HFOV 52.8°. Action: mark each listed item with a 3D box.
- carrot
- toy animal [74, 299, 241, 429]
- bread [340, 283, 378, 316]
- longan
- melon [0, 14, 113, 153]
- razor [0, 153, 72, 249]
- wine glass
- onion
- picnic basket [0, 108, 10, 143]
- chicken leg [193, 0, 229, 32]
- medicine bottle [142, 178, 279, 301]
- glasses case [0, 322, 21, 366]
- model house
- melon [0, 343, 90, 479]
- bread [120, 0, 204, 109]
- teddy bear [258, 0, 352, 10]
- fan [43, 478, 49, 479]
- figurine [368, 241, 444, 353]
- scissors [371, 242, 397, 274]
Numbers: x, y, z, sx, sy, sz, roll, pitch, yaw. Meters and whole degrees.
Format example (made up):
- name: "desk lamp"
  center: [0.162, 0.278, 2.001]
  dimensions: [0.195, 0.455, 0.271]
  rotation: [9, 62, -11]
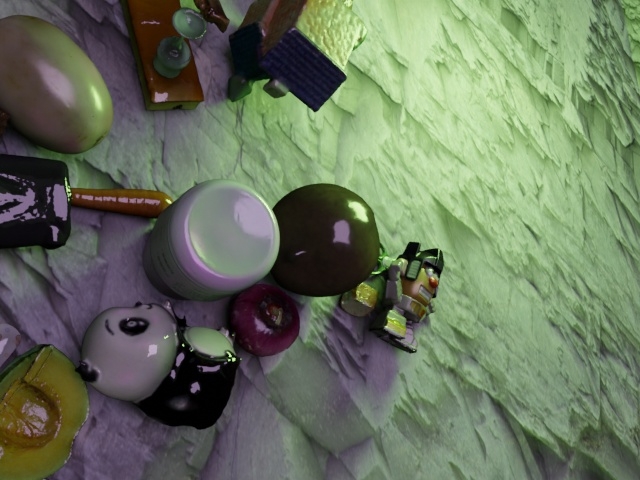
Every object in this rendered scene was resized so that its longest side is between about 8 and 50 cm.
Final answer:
- name: "carrot"
  center: [-0.472, -0.092, 1.458]
  dimensions: [0.336, 0.069, 0.069]
  rotation: [6, 74, -26]
- name: "toy animal"
  center: [-0.341, 0.254, 1.343]
  dimensions: [0.310, 0.251, 0.251]
  rotation: [22, 66, -17]
- name: "bread"
  center: [0.104, 0.155, 1.731]
  dimensions: [0.083, 0.076, 0.070]
  rotation: [32, 51, -19]
- name: "longan"
  center: [-0.002, 0.000, 1.594]
  dimensions: [0.297, 0.297, 0.297]
  rotation: [9, 72, -29]
- name: "melon"
  center: [-0.583, -0.329, 1.361]
  dimensions: [0.317, 0.223, 0.223]
  rotation: [46, 59, -7]
- name: "razor"
  center: [-0.683, -0.080, 1.294]
  dimensions: [0.349, 0.113, 0.204]
  rotation: [2, 78, -27]
- name: "wine glass"
  center: [-0.325, -0.444, 1.470]
  dimensions: [0.079, 0.195, 0.079]
  rotation: [8, 73, -27]
- name: "onion"
  center: [-0.132, 0.188, 1.536]
  dimensions: [0.177, 0.153, 0.177]
  rotation: [25, 26, -14]
- name: "picnic basket"
  center: [-0.709, -0.251, 1.294]
  dimensions: [0.110, 0.193, 0.055]
  rotation: [-64, 160, 10]
- name: "chicken leg"
  center: [-0.280, -0.722, 1.676]
  dimensions: [0.295, 0.182, 0.409]
  rotation: [0, 65, -53]
- name: "medicine bottle"
  center: [-0.253, 0.015, 1.417]
  dimensions: [0.241, 0.302, 0.241]
  rotation: [9, 73, -30]
- name: "glasses case"
  center: [-0.660, 0.237, 1.266]
  dimensions: [0.063, 0.041, 0.164]
  rotation: [41, 60, -16]
- name: "model house"
  center: [-0.086, -0.464, 1.649]
  dimensions: [0.245, 0.312, 0.280]
  rotation: [35, 65, -36]
- name: "melon"
  center: [-0.564, 0.350, 1.256]
  dimensions: [0.169, 0.129, 0.265]
  rotation: [45, 54, -39]
- name: "bread"
  center: [-0.402, -0.503, 1.603]
  dimensions: [0.138, 0.077, 0.361]
  rotation: [-11, 82, -32]
- name: "teddy bear"
  center: [-0.023, -0.708, 1.843]
  dimensions: [0.256, 0.156, 0.267]
  rotation: [27, 63, -24]
- name: "fan"
  center: [-0.595, 0.593, 1.229]
  dimensions: [0.223, 0.012, 0.294]
  rotation: [29, 64, -24]
- name: "figurine"
  center: [0.239, 0.146, 1.753]
  dimensions: [0.143, 0.308, 0.308]
  rotation: [14, 63, 17]
- name: "scissors"
  center: [0.208, 0.073, 1.840]
  dimensions: [0.204, 0.027, 0.101]
  rotation: [24, 69, -24]
